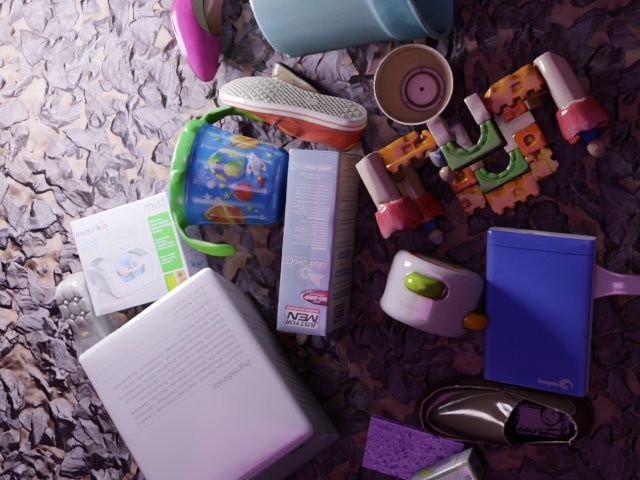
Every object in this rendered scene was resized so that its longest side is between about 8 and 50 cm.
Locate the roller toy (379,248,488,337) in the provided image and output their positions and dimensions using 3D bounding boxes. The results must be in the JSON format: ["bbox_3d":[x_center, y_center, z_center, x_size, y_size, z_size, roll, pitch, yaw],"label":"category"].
[{"bbox_3d":[0.225,0.113,1.809,0.209,0.191,0.146,14,99,-27],"label":"roller toy"}]

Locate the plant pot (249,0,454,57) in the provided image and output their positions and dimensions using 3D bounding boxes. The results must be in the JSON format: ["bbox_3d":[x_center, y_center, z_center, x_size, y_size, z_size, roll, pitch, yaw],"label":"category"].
[{"bbox_3d":[0.053,-0.525,1.770,0.334,0.341,0.341,-11,90,26],"label":"plant pot"}]

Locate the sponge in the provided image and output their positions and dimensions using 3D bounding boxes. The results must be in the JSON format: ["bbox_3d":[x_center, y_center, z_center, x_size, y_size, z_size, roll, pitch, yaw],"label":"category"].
[{"bbox_3d":[0.199,0.460,1.920,0.210,0.031,0.117,13,98,16],"label":"sponge"}]

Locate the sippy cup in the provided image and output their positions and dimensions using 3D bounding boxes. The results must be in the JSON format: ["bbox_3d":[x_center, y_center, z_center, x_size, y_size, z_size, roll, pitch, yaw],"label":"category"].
[{"bbox_3d":[-0.186,-0.132,1.918,0.224,0.240,0.305,9,105,6],"label":"sippy cup"}]

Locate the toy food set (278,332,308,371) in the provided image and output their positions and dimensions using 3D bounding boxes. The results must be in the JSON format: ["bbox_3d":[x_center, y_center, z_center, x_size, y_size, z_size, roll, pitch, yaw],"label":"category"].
[{"bbox_3d":[-0.066,0.235,1.997,0.078,0.019,0.122,1,94,18],"label":"toy food set"}]

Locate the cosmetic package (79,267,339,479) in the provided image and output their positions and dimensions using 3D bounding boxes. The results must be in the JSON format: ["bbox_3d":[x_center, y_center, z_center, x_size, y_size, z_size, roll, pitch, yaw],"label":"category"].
[{"bbox_3d":[-0.216,0.327,1.827,0.327,0.329,0.394,-35,72,0],"label":"cosmetic package"}]

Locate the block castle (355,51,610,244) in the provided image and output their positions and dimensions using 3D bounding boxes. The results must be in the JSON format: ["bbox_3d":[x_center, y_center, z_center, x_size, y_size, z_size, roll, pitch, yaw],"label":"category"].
[{"bbox_3d":[0.322,-0.155,1.703,0.453,0.303,0.213,-29,85,18],"label":"block castle"}]

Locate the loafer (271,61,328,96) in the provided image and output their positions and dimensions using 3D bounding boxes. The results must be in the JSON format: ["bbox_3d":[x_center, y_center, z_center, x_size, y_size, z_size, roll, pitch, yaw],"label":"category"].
[{"bbox_3d":[-0.046,-0.334,1.940,0.148,0.056,0.050,37,112,12],"label":"loafer"}]

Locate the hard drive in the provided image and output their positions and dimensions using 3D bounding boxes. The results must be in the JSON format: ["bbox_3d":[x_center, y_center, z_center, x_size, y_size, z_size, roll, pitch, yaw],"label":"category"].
[{"bbox_3d":[0.433,0.140,1.773,0.210,0.040,0.319,7,106,29],"label":"hard drive"}]

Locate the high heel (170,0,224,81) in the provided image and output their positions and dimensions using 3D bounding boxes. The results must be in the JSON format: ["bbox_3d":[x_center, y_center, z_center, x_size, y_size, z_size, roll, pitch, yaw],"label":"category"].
[{"bbox_3d":[-0.229,-0.544,1.941,0.181,0.127,0.377,-11,86,29],"label":"high heel"}]

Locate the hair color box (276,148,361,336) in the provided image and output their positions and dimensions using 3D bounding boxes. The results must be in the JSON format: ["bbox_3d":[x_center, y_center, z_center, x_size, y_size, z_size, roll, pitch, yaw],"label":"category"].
[{"bbox_3d":[0.000,0.000,1.875,0.113,0.185,0.374,5,95,17],"label":"hair color box"}]

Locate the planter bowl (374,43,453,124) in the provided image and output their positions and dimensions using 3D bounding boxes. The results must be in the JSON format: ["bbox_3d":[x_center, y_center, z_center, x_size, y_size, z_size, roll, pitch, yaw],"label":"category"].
[{"bbox_3d":[0.202,-0.316,1.831,0.162,0.109,0.162,1,94,18],"label":"planter bowl"}]

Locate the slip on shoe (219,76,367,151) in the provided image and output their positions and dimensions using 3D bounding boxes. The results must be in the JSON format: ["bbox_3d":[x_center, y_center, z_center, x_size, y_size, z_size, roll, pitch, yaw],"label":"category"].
[{"bbox_3d":[-0.064,-0.266,1.884,0.331,0.123,0.101,17,130,11],"label":"slip on shoe"}]

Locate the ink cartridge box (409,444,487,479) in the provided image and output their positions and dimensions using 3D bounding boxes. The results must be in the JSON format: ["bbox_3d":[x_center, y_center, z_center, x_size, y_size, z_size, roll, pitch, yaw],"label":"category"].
[{"bbox_3d":[0.235,0.505,1.837,0.209,0.109,0.062,-30,84,17],"label":"ink cartridge box"}]

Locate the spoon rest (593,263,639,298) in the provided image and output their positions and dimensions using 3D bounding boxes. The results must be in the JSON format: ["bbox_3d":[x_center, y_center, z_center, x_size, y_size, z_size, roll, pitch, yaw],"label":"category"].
[{"bbox_3d":[0.526,0.075,1.766,0.276,0.084,0.137,3,94,17],"label":"spoon rest"}]

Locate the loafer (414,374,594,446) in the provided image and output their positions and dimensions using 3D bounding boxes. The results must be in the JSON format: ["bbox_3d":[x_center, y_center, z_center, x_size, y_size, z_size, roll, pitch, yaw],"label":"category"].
[{"bbox_3d":[0.365,0.350,1.808,0.366,0.130,0.134,-4,92,18],"label":"loafer"}]

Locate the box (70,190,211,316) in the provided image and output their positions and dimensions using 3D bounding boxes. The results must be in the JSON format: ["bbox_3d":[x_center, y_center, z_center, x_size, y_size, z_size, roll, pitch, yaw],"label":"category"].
[{"bbox_3d":[-0.406,0.027,2.040,0.262,0.127,0.231,-15,91,19],"label":"box"}]

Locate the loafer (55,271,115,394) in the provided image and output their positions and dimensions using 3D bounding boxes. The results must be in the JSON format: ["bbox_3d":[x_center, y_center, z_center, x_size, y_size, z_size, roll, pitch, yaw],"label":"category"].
[{"bbox_3d":[-0.528,0.225,2.102,0.112,0.111,0.319,-9,108,13],"label":"loafer"}]
